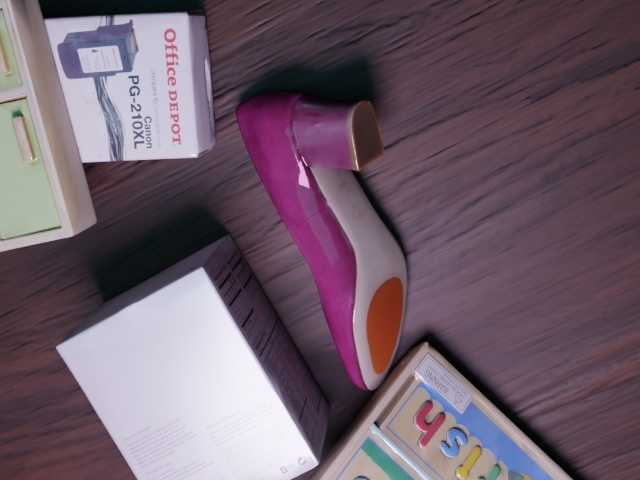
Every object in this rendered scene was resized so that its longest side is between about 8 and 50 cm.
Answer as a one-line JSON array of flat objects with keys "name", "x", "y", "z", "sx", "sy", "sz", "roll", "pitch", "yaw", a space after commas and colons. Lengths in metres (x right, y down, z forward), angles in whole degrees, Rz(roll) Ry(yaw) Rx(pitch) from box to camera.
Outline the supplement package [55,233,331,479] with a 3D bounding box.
[{"name": "supplement package", "x": -0.141, "y": 0.166, "z": 1.313, "sx": 0.199, "sy": 0.198, "sz": 0.263, "roll": -28, "pitch": 98, "yaw": 10}]

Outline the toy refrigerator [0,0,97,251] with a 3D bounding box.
[{"name": "toy refrigerator", "x": -0.344, "y": -0.131, "z": 1.225, "sx": 0.102, "sy": 0.094, "sz": 0.269, "roll": -11, "pitch": 100, "yaw": 9}]

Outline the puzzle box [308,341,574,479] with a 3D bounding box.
[{"name": "puzzle box", "x": 0.187, "y": 0.356, "z": 1.321, "sx": 0.409, "sy": 0.052, "sz": 0.272, "roll": 43, "pitch": 64, "yaw": -4}]

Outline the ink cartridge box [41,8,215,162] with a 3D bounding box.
[{"name": "ink cartridge box", "x": -0.255, "y": -0.183, "z": 1.305, "sx": 0.237, "sy": 0.100, "sz": 0.172, "roll": -2, "pitch": 102, "yaw": 5}]

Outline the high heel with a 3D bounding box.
[{"name": "high heel", "x": 0.000, "y": 0.000, "z": 1.343, "sx": 0.181, "sy": 0.127, "sz": 0.377, "roll": 7, "pitch": 110, "yaw": 35}]
